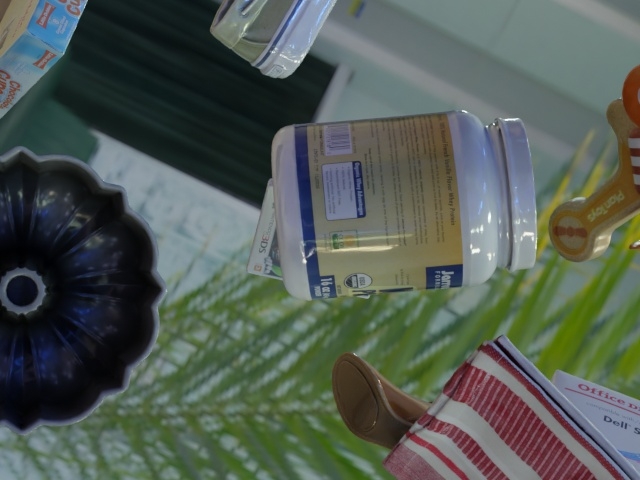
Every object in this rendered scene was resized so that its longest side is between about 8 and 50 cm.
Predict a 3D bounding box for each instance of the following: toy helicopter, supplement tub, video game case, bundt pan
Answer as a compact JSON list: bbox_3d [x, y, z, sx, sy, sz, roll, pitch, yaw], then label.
[{"bbox_3d":[0.408,-0.062,1.706,0.140,0.235,0.355,-21,164,-38],"label":"toy helicopter"},{"bbox_3d":[0.104,-0.046,1.775,0.228,0.316,0.228,-5,90,-88],"label":"supplement tub"},{"bbox_3d":[0.000,0.000,2.043,0.022,0.190,0.173,-84,-172,-50],"label":"video game case"},{"bbox_3d":[-0.352,0.056,1.646,0.331,0.331,0.124,-64,-168,-4],"label":"bundt pan"}]

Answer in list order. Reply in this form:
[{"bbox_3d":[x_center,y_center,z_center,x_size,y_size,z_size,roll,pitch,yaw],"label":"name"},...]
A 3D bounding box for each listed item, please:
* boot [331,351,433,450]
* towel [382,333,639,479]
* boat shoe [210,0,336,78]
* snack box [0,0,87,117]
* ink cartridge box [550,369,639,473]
[{"bbox_3d":[0.166,0.291,2.372,0.220,0.283,0.109,-2,126,-47],"label":"boot"},{"bbox_3d":[0.201,0.256,1.485,0.037,0.237,0.329,-37,166,-32],"label":"towel"},{"bbox_3d":[-0.008,-0.310,1.385,0.302,0.094,0.109,-65,-158,-6],"label":"boat shoe"},{"bbox_3d":[-0.346,-0.326,1.815,0.187,0.060,0.322,-32,-146,47],"label":"snack box"},{"bbox_3d":[0.362,0.294,1.786,0.353,0.207,0.119,-59,169,-59],"label":"ink cartridge box"}]
